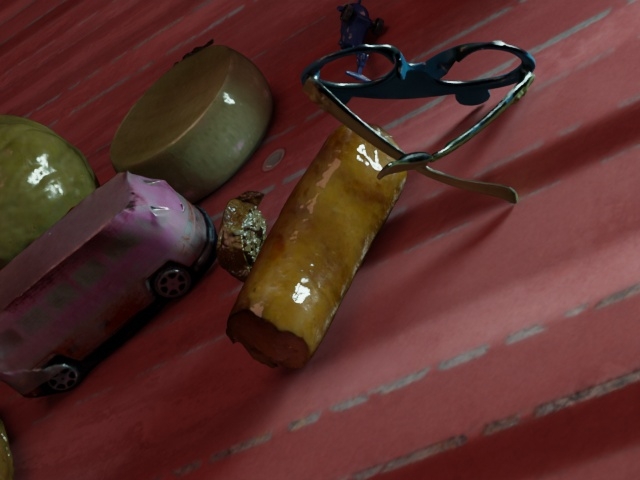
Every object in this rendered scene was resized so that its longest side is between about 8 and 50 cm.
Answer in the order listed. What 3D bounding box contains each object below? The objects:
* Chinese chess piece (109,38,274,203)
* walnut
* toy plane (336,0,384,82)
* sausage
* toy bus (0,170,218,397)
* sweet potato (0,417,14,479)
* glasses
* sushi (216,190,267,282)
[{"bbox_3d":[-0.163,-0.148,1.811,0.238,0.092,0.237,-33,31,23],"label":"Chinese chess piece"},{"bbox_3d":[-0.410,-0.022,1.808,0.277,0.282,0.253,-42,67,-8],"label":"walnut"},{"bbox_3d":[0.044,-0.243,1.719,0.062,0.054,0.167,-60,20,28],"label":"toy plane"},{"bbox_3d":[0.002,0.001,1.398,0.109,0.109,0.270,-5,49,50],"label":"sausage"},{"bbox_3d":[-0.269,0.050,1.649,0.303,0.147,0.127,-40,35,11],"label":"toy bus"},{"bbox_3d":[-0.419,0.225,1.654,0.355,0.095,0.106,-155,66,-63],"label":"sweet potato"},{"bbox_3d":[0.113,-0.125,1.349,0.239,0.102,0.207,-4,35,-17],"label":"glasses"},{"bbox_3d":[-0.085,-0.003,1.561,0.120,0.055,0.052,-80,-2,-56],"label":"sushi"}]
